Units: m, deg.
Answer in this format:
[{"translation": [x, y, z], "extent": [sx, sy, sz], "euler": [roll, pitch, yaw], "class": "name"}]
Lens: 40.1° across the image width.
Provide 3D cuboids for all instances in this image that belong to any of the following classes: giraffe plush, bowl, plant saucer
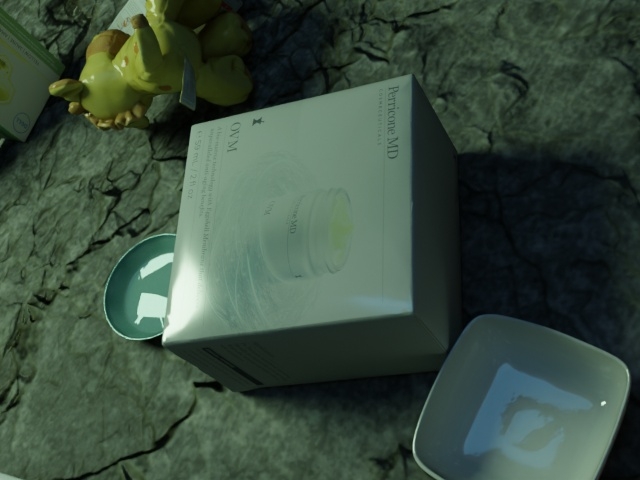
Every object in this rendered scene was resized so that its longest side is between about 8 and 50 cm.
[{"translation": [-0.192, -0.190, 0.968], "extent": [0.170, 0.181, 0.210], "euler": [-20, 38, 30], "class": "giraffe plush"}, {"translation": [0.155, 0.139, 0.671], "extent": [0.142, 0.053, 0.142], "euler": [19, 73, 33], "class": "bowl"}, {"translation": [-0.168, 0.050, 0.905], "extent": [0.119, 0.021, 0.119], "euler": [-12, 60, 21], "class": "plant saucer"}]

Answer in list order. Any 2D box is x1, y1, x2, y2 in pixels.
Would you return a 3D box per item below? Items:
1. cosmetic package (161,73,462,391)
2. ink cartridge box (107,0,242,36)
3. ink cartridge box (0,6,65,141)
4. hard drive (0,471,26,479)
[{"translation": [0.000, 0.000, 0.776], "extent": [0.225, 0.138, 0.224], "euler": [-9, 60, 21], "class": "cosmetic package"}, {"translation": [-0.191, -0.268, 1.094], "extent": [0.179, 0.045, 0.145], "euler": [-50, 52, 17], "class": "ink cartridge box"}, {"translation": [-0.431, -0.166, 1.066], "extent": [0.056, 0.171, 0.235], "euler": [10, 69, 31], "class": "ink cartridge box"}, {"translation": [-0.376, 0.320, 0.850], "extent": [0.319, 0.040, 0.210], "euler": [6, 67, 30], "class": "hard drive"}]
